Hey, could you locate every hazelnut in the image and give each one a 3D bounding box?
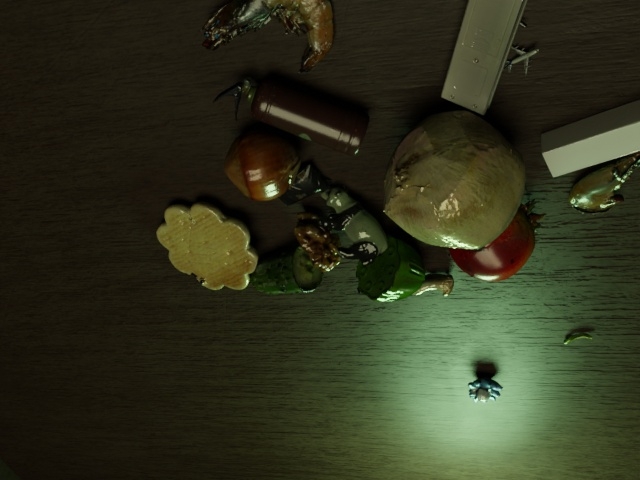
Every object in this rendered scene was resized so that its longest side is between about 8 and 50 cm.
[{"bbox_3d":[-0.137,-0.186,1.691,0.182,0.182,0.182,7,136,7],"label":"hazelnut"}]

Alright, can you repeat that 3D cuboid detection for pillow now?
[{"bbox_3d":[-0.055,-0.136,1.796,0.150,0.048,0.090,-24,122,29],"label":"pillow"}]

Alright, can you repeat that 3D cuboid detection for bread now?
[{"bbox_3d":[-0.311,0.014,1.987,0.315,0.054,0.316,13,132,14],"label":"bread"}]

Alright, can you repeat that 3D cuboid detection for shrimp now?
[{"bbox_3d":[-0.104,-0.434,1.500,0.290,0.054,0.222,-20,127,20],"label":"shrimp"},{"bbox_3d":[0.667,-0.140,1.603,0.117,0.066,0.262,15,153,-22],"label":"shrimp"}]

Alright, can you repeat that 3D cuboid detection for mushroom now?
[{"bbox_3d":[0.268,0.127,1.970,0.202,0.059,0.055,-7,115,20],"label":"mushroom"}]

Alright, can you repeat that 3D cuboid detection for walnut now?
[{"bbox_3d":[0.000,0.000,1.854,0.069,0.143,0.170,-27,124,24],"label":"walnut"}]

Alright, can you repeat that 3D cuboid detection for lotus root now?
[{"bbox_3d":[0.211,0.085,1.890,0.186,0.186,0.186,7,136,7],"label":"lotus root"}]

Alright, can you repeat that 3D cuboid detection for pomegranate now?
[{"bbox_3d":[0.417,-0.012,1.698,0.235,0.210,0.210,-26,128,0],"label":"pomegranate"}]

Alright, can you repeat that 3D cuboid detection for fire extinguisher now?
[{"bbox_3d":[-0.071,-0.282,1.613,0.343,0.102,0.138,19,138,-6],"label":"fire extinguisher"}]

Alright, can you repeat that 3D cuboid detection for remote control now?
[{"bbox_3d":[0.326,-0.389,1.426,0.102,0.055,0.277,28,139,16],"label":"remote control"}]

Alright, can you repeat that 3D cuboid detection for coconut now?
[{"bbox_3d":[0.274,-0.133,1.550,0.254,0.297,0.297,36,132,-25],"label":"coconut"}]

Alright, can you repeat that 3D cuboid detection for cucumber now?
[{"bbox_3d":[-0.118,0.092,2.000,0.244,0.134,0.134,-10,132,41],"label":"cucumber"}]

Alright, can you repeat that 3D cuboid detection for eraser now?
[{"bbox_3d":[0.625,-0.227,1.512,0.298,0.078,0.076,-18,128,29],"label":"eraser"}]

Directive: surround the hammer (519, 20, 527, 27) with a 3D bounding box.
[{"bbox_3d":[0.353,-0.377,1.470,0.062,0.013,0.199,29,138,6],"label":"hammer"}]

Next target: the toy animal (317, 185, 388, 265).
[{"bbox_3d":[0.079,-0.039,1.810,0.121,0.094,0.225,-36,90,33],"label":"toy animal"}]

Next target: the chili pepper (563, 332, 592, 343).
[{"bbox_3d":[0.732,0.279,2.041,0.083,0.017,0.030,-25,133,35],"label":"chili pepper"}]

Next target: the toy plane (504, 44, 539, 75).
[{"bbox_3d":[0.409,-0.372,1.458,0.084,0.024,0.078,-24,113,40],"label":"toy plane"}]

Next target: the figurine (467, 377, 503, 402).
[{"bbox_3d":[0.519,0.469,2.238,0.114,0.079,0.114,9,130,10],"label":"figurine"}]
